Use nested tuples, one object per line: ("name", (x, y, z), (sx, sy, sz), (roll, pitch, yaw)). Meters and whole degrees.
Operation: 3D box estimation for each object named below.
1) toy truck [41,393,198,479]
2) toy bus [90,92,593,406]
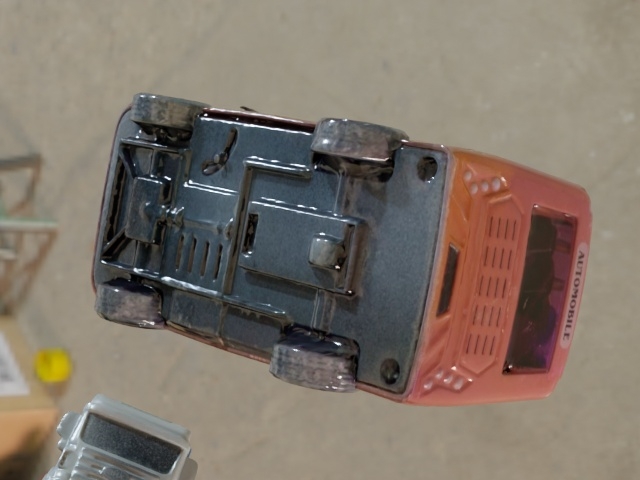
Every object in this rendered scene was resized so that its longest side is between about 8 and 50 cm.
("toy truck", (-0.226, 0.287, 1.597), (0.367, 0.146, 0.175), (118, 173, -63))
("toy bus", (0.000, 0.000, 1.243), (0.427, 0.233, 0.203), (14, 94, 49))
